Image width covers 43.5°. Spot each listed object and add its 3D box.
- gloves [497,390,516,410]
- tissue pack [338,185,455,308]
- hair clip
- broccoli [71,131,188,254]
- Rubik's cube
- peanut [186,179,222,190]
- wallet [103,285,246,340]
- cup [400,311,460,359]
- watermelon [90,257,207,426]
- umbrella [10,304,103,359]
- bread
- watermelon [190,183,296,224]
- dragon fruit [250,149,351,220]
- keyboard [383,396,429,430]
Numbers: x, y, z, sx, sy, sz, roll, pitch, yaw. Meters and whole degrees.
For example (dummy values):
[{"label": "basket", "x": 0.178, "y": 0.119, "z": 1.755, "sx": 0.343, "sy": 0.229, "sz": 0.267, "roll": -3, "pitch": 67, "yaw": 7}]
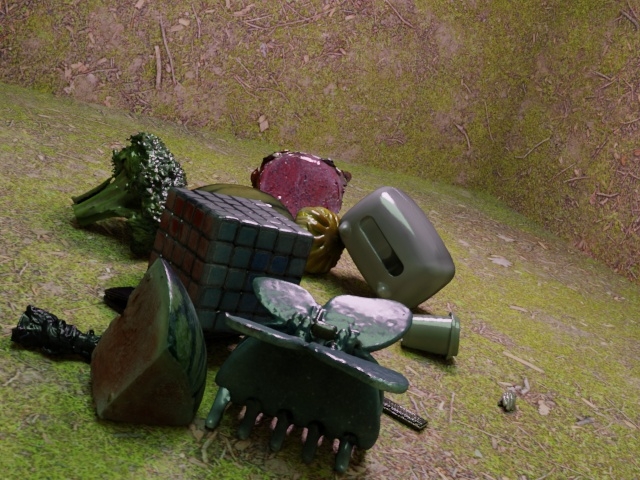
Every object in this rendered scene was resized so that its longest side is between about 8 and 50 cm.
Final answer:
[{"label": "gloves", "x": 0.429, "y": 0.365, "z": 1.845, "sx": 0.044, "sy": 0.037, "sz": 0.081, "roll": -16, "pitch": 16, "yaw": 15}, {"label": "tissue pack", "x": 0.204, "y": 0.021, "z": 2.231, "sx": 0.333, "sy": 0.229, "sz": 0.236, "roll": 58, "pitch": 25, "yaw": 16}, {"label": "hair clip", "x": -0.021, "y": 0.237, "z": 1.415, "sx": 0.318, "sy": 0.238, "sz": 0.392, "roll": 17, "pitch": 16, "yaw": 2}, {"label": "broccoli", "x": -0.473, "y": -0.099, "z": 2.126, "sx": 0.249, "sy": 0.302, "sz": 0.375, "roll": 31, "pitch": 30, "yaw": -48}, {"label": "Rubik's cube", "x": -0.189, "y": 0.041, "z": 1.635, "sx": 0.237, "sy": 0.237, "sz": 0.238, "roll": 8, "pitch": 15, "yaw": -39}, {"label": "peanut", "x": -0.323, "y": -0.099, "z": 2.340, "sx": 0.325, "sy": 0.153, "sz": 0.140, "roll": 18, "pitch": 25, "yaw": 28}, {"label": "wallet", "x": -0.303, "y": 0.148, "z": 1.729, "sx": 0.262, "sy": 0.071, "sz": 0.221, "roll": 21, "pitch": 16, "yaw": 33}, {"label": "cup", "x": 0.272, "y": 0.231, "z": 1.993, "sx": 0.141, "sy": 0.120, "sz": 0.120, "roll": 6, "pitch": 15, "yaw": 5}, {"label": "watermelon", "x": -0.297, "y": 0.182, "z": 1.364, "sx": 0.201, "sy": 0.261, "sz": 0.213, "roll": -11, "pitch": 40, "yaw": -12}, {"label": "umbrella", "x": -0.443, "y": 0.184, "z": 1.458, "sx": 0.224, "sy": 0.071, "sz": 0.080, "roll": 21, "pitch": 51, "yaw": -9}, {"label": "bread", "x": 0.000, "y": 0.000, "z": 2.296, "sx": 0.105, "sy": 0.213, "sz": 0.213, "roll": 5, "pitch": 7, "yaw": 32}, {"label": "watermelon", "x": -0.205, "y": 0.002, "z": 1.931, "sx": 0.359, "sy": 0.278, "sz": 0.279, "roll": 4, "pitch": 21, "yaw": -31}, {"label": "dragon fruit", "x": -0.086, "y": -0.114, "z": 2.537, "sx": 0.314, "sy": 0.296, "sz": 0.263, "roll": 9, "pitch": -16, "yaw": -18}, {"label": "keyboard", "x": 0.157, "y": 0.347, "z": 1.638, "sx": 0.129, "sy": 0.015, "sz": 0.049, "roll": 26, "pitch": 18, "yaw": 26}]
